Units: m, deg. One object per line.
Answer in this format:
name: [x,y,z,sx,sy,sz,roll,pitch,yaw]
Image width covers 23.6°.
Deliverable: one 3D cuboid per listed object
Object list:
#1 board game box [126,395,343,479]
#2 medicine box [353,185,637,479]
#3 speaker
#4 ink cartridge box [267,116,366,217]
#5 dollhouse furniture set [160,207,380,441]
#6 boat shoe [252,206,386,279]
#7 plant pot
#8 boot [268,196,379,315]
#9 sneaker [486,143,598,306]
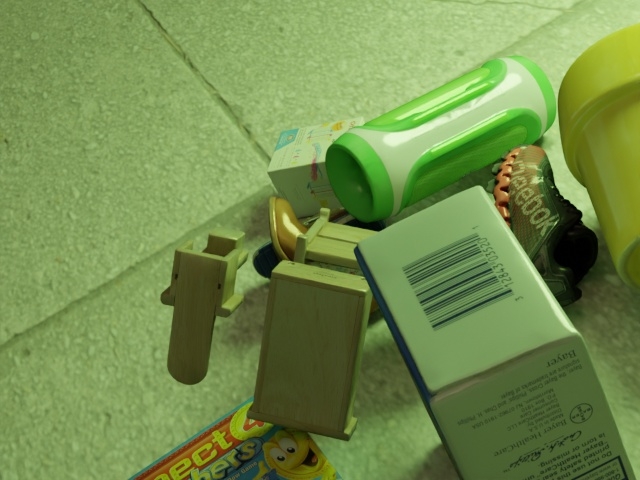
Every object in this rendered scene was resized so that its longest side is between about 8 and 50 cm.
board game box: [-0.103,0.336,1.609,0.308,0.086,0.302,-33,36,-8]
medicine box: [0.176,0.144,1.491,0.149,0.289,0.263,-25,35,0]
speaker: [0.156,-0.132,1.949,0.297,0.131,0.131,-27,33,-24]
ink cartridge box: [0.017,-0.100,2.074,0.143,0.090,0.092,-10,39,24]
dollhouse furniture set: [0.010,0.074,1.770,0.303,0.173,0.355,12,17,10]
boat shoe: [0.000,0.000,1.992,0.183,0.066,0.066,-17,24,11]
plant pot: [0.396,-0.076,1.685,0.254,0.254,0.239,-14,53,19]
boot: [0.024,0.014,1.909,0.152,0.073,0.197,-20,69,-1]
sneaker: [0.263,-0.014,1.801,0.135,0.097,0.276,-11,41,23]
